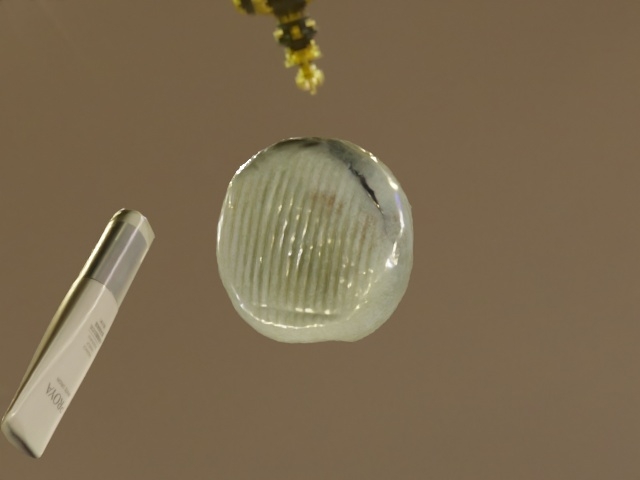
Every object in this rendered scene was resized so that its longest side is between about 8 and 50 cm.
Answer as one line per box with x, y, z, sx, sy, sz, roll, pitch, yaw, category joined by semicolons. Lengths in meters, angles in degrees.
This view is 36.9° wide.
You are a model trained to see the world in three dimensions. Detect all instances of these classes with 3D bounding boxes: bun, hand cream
0.000;0.000;0.644;0.140;0.141;0.083;-1;-178;24;bun
-0.229;0.081;0.912;0.048;0.079;0.255;7;-125;19;hand cream
